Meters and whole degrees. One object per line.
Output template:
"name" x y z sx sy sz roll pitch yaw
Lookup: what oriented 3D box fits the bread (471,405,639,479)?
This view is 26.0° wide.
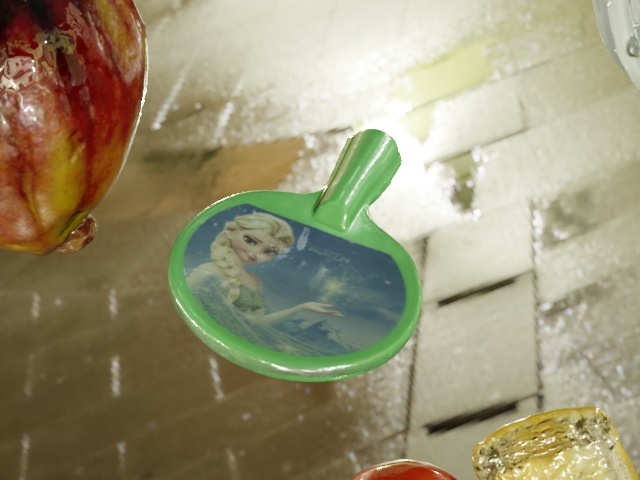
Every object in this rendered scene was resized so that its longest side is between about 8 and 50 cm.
"bread" 0.269 0.305 1.495 0.174 0.245 0.121 -18 18 13

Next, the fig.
"fig" -0.247 -0.121 1.135 0.224 0.263 0.224 15 5 -1

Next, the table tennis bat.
"table tennis bat" 0.000 0.000 0.906 0.160 0.039 0.257 21 39 8

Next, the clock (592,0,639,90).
"clock" 0.232 -0.209 0.926 0.053 0.236 0.236 10 40 37

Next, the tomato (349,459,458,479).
"tomato" 0.087 0.329 1.459 0.195 0.195 0.136 -28 -2 -9
